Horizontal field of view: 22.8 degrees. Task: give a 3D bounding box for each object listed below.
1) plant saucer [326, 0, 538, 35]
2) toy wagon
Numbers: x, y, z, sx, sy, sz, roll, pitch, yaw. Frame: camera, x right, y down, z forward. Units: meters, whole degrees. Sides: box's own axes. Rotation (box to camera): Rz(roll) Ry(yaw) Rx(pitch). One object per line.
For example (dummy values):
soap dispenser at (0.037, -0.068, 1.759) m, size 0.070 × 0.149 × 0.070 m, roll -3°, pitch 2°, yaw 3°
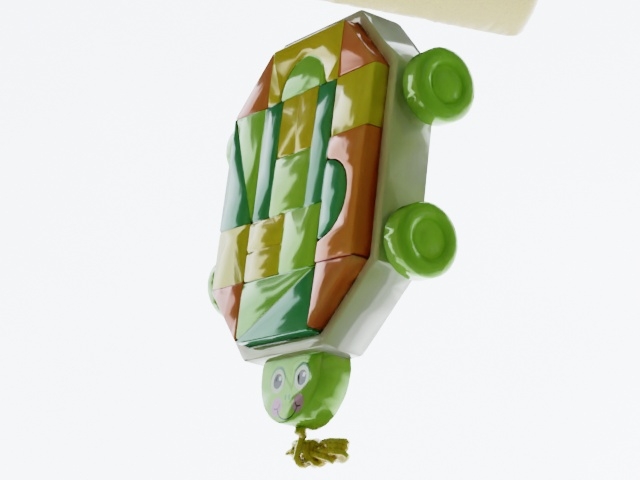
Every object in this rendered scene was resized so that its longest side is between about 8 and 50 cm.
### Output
plant saucer at (0.111, -0.383, 1.527) m, size 0.081 × 0.333 × 0.332 m, roll -8°, pitch -97°, yaw 45°
toy wagon at (0.000, 0.000, 1.215) m, size 0.068 × 0.267 × 0.344 m, roll 17°, pitch -109°, yaw -31°
